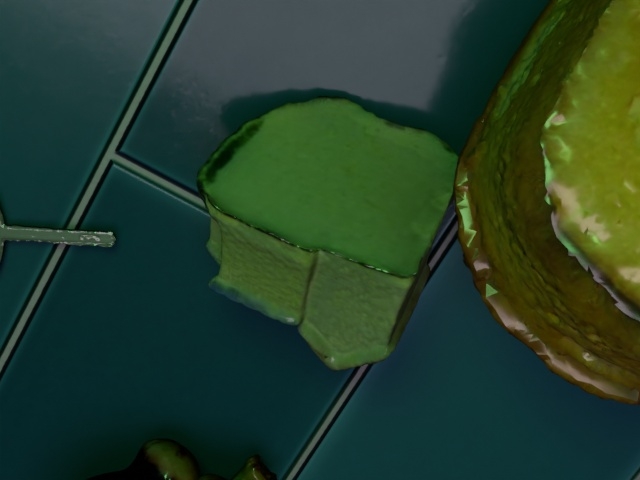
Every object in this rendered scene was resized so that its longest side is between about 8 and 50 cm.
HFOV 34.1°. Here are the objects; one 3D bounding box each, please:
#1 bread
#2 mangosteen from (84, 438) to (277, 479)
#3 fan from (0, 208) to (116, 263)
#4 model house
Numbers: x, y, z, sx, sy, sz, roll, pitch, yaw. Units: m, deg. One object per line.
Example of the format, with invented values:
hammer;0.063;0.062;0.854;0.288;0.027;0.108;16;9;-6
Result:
bread;0.311;-0.051;0.860;0.397;0.215;0.398;0;84;-3
mangosteen;-0.156;0.341;1.067;0.302;0.275;0.275;-44;108;-19
fan;-0.381;0.010;1.035;0.294;0.012;0.223;30;109;-11
model house;0.000;0.000;0.975;0.214;0.195;0.189;18;136;8
